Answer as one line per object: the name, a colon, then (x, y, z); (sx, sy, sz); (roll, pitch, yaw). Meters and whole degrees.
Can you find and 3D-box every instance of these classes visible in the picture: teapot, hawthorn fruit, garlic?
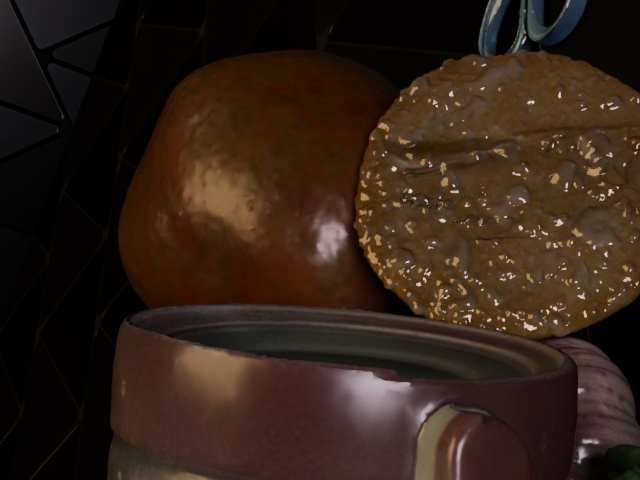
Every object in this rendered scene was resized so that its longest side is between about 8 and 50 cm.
teapot: (0.020, 0.202, 0.569); (0.315, 0.233, 0.312); (-168, 81, -66)
hawthorn fruit: (0.000, 0.000, 0.906); (0.301, 0.268, 0.267); (31, 102, 36)
garlic: (0.128, 0.136, 0.718); (0.159, 0.102, 0.147); (-67, 25, 9)

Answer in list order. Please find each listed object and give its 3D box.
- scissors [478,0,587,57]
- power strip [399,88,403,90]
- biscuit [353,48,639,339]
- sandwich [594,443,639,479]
scissors: (0.184, -0.271, 0.996); (0.125, 0.030, 0.256); (-28, 50, 57)
power strip: (0.066, -0.116, 1.149); (0.083, 0.017, 0.027); (-60, 27, 24)
biscuit: (0.127, -0.035, 0.764); (0.033, 0.220, 0.219); (73, -158, -63)
sandwich: (0.202, 0.173, 0.462); (0.301, 0.162, 0.250); (-39, 43, 54)
